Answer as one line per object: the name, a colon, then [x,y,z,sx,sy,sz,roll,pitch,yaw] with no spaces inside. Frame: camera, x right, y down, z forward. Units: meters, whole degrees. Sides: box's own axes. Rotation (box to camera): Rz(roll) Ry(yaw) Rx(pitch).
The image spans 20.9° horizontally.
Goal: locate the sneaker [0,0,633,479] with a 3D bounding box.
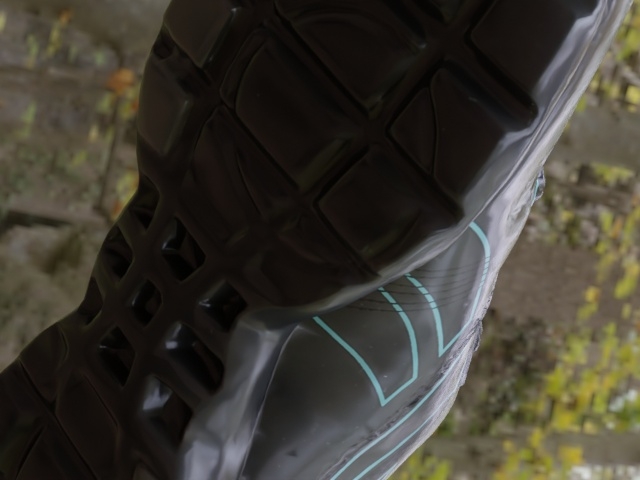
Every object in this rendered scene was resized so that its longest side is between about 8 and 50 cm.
sneaker: [0.000,0.000,0.450,0.101,0.106,0.267,52,-58,26]
